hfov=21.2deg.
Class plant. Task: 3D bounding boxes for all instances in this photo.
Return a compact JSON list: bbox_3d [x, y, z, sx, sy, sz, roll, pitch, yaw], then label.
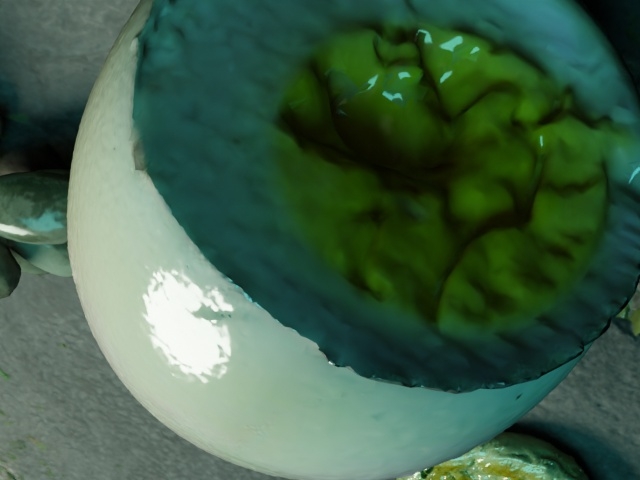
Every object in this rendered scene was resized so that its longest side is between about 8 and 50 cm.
[{"bbox_3d":[-0.308,-0.034,1.311,0.275,0.149,0.146,11,176,-15],"label":"plant"}]

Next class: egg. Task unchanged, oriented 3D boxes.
[{"bbox_3d":[0.000,0.000,1.129,0.354,0.354,0.340,26,147,-7],"label":"egg"}]

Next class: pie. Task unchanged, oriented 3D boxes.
[{"bbox_3d":[0.151,0.231,1.470,0.187,0.041,0.187,8,132,9],"label":"pie"}]
